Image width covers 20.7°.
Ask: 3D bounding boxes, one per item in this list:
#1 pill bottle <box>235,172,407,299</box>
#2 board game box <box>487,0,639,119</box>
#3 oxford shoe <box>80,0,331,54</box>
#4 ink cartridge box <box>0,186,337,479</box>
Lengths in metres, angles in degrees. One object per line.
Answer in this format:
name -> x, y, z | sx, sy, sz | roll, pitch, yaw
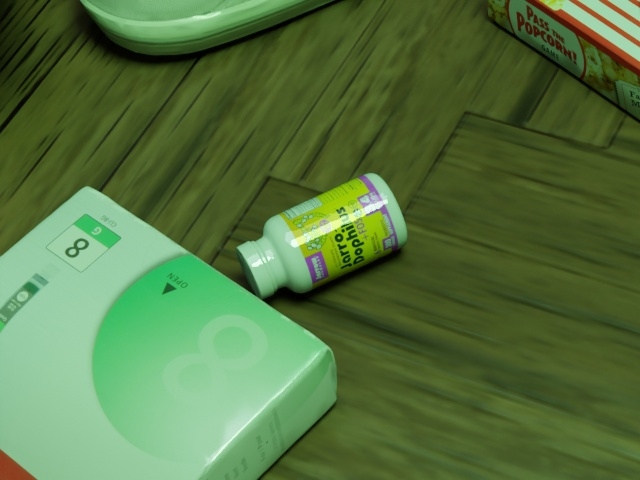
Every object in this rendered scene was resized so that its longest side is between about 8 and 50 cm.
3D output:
pill bottle -> 0.000, 0.000, 0.908 | 0.083, 0.043, 0.043 | -25, 51, -10
board game box -> 0.210, -0.131, 0.976 | 0.147, 0.045, 0.193 | -37, 54, -19
oxford shoe -> 0.053, -0.256, 1.058 | 0.449, 0.130, 0.169 | -26, 47, -14
ink cartridge box -> -0.130, 0.092, 0.852 | 0.181, 0.056, 0.225 | 32, 61, 31
